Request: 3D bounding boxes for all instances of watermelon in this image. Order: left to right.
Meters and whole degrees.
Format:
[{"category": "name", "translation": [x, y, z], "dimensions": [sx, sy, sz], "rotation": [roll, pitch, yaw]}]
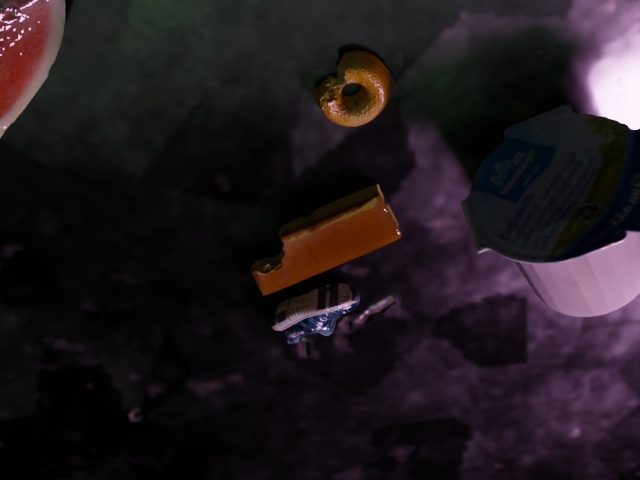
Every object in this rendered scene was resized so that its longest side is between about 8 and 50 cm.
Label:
[{"category": "watermelon", "translation": [-0.445, -0.255, 1.498], "dimensions": [0.256, 0.176, 0.260], "rotation": [8, 146, 1]}]

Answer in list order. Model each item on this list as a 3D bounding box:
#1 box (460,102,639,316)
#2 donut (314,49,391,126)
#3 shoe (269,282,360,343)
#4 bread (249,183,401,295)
[{"category": "box", "translation": [0.370, -0.018, 1.657], "dimensions": [0.291, 0.262, 0.206], "rotation": [15, 154, 36]}, {"category": "donut", "translation": [0.047, -0.197, 1.637], "dimensions": [0.097, 0.043, 0.108], "rotation": [26, 123, -19]}, {"category": "shoe", "translation": [-0.003, 0.113, 1.831], "dimensions": [0.143, 0.064, 0.071], "rotation": [-23, 122, 15]}, {"category": "bread", "translation": [0.000, 0.000, 1.763], "dimensions": [0.226, 0.049, 0.088], "rotation": [-23, 123, 13]}]
